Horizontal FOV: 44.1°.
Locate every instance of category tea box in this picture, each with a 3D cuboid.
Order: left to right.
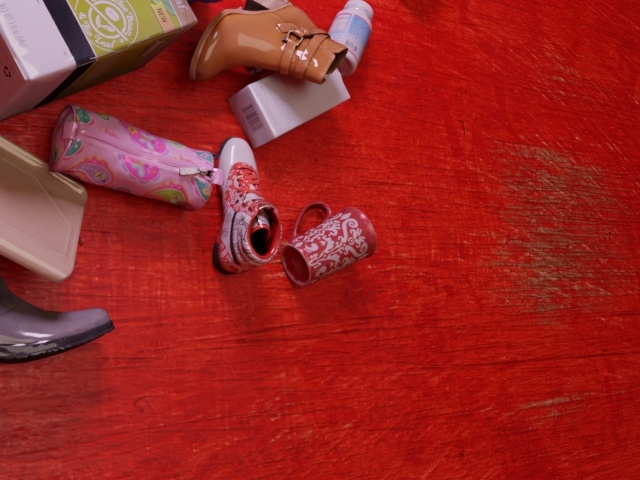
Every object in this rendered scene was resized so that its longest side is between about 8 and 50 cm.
[{"bbox_3d":[-0.434,-0.407,1.239,0.324,0.220,0.328,-35,102,-39],"label":"tea box"}]

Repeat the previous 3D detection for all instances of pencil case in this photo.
[{"bbox_3d":[-0.311,-0.136,1.343,0.284,0.124,0.124,18,71,-33],"label":"pencil case"}]

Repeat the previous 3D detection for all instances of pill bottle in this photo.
[{"bbox_3d":[0.059,-0.439,1.705,0.087,0.087,0.160,35,62,-27],"label":"pill bottle"}]

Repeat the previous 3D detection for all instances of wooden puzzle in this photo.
[{"bbox_3d":[-0.467,-0.057,1.200,0.221,0.044,0.238,34,26,-27],"label":"wooden puzzle"}]

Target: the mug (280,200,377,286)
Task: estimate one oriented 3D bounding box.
[{"bbox_3d":[0.001,0.009,1.579,0.169,0.150,0.113,-29,135,-33],"label":"mug"}]

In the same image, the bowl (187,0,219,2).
[{"bbox_3d":[-0.254,-0.594,1.339,0.077,0.391,0.390,-17,92,-5],"label":"bowl"}]

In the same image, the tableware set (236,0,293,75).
[{"bbox_3d":[-0.108,-0.433,1.607,0.128,0.039,0.194,54,55,-16],"label":"tableware set"}]

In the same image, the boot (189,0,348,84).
[{"bbox_3d":[-0.094,-0.344,1.487,0.220,0.109,0.283,34,48,5],"label":"boot"}]

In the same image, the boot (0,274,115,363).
[{"bbox_3d":[-0.482,0.076,1.179,0.338,0.118,0.222,-8,80,-43],"label":"boot"}]

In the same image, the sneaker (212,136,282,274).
[{"bbox_3d":[-0.127,-0.075,1.453,0.090,0.145,0.269,13,73,-35],"label":"sneaker"}]

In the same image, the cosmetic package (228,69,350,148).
[{"bbox_3d":[-0.060,-0.286,1.588,0.231,0.086,0.117,-33,101,-39],"label":"cosmetic package"}]
